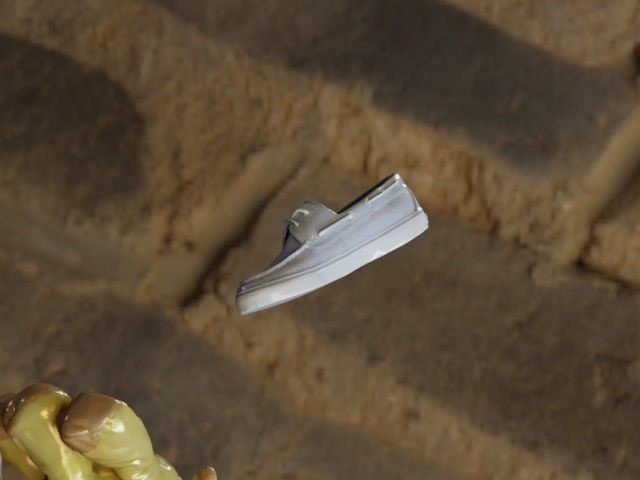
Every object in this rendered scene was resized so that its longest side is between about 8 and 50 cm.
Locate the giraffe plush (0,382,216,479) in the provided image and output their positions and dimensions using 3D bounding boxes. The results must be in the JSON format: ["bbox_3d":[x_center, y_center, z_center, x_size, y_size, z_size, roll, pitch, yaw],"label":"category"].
[{"bbox_3d":[-0.206,0.241,1.515,0.181,0.210,0.170,-17,-137,52],"label":"giraffe plush"}]

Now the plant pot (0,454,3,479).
[{"bbox_3d":[-0.389,0.125,1.209,0.305,0.334,0.334,-18,-133,-7],"label":"plant pot"}]

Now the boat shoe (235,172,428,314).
[{"bbox_3d":[0.001,0.000,1.751,0.227,0.079,0.081,-27,-89,-30],"label":"boat shoe"}]
